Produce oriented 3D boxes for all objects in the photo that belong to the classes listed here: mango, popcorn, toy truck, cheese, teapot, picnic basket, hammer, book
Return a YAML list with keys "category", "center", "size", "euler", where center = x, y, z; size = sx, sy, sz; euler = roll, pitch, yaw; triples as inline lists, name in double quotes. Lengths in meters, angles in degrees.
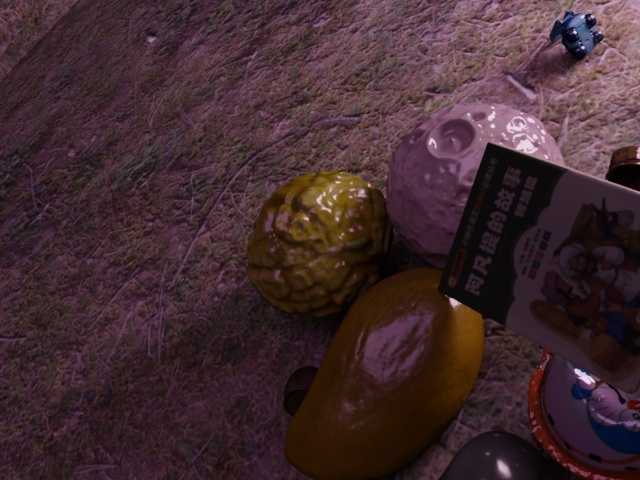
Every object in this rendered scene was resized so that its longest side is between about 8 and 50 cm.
- category: "mango"
  center: [0.098, 0.187, 0.957]
  size: [0.195, 0.142, 0.331]
  euler: [25, 82, 21]
- category: "popcorn"
  center: [0.000, 0.000, 1.107]
  size: [0.236, 0.206, 0.251]
  euler: [-63, 3, 9]
- category: "toy truck"
  center: [0.420, -0.349, 1.197]
  size: [0.056, 0.073, 0.090]
  euler: [-40, 34, 0]
- category: "cheese"
  center: [0.336, 0.148, 0.851]
  size: [0.217, 0.129, 0.329]
  euler: [-23, 49, 13]
- category: "teapot"
  center: [0.146, 0.323, 0.821]
  size: [0.251, 0.183, 0.183]
  euler: [-19, 50, 31]
- category: "picnic basket"
  center: [0.437, -0.084, 0.998]
  size: [0.072, 0.072, 0.083]
  euler: [1, 59, 31]
- category: "teapot"
  center: [0.002, 0.235, 1.047]
  size: [0.110, 0.085, 0.080]
  euler: [7, 34, 2]
- category: "hammer"
  center: [0.247, 0.281, 0.889]
  size: [0.110, 0.019, 0.035]
  euler: [6, 62, 40]
- category: "book"
  center: [0.269, 0.021, 0.807]
  size: [0.264, 0.027, 0.202]
  euler: [30, 111, 40]

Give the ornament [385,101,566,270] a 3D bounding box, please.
- category: "ornament"
  center: [0.219, -0.076, 1.013]
  size: [0.260, 0.225, 0.259]
  euler: [-16, 52, 22]
